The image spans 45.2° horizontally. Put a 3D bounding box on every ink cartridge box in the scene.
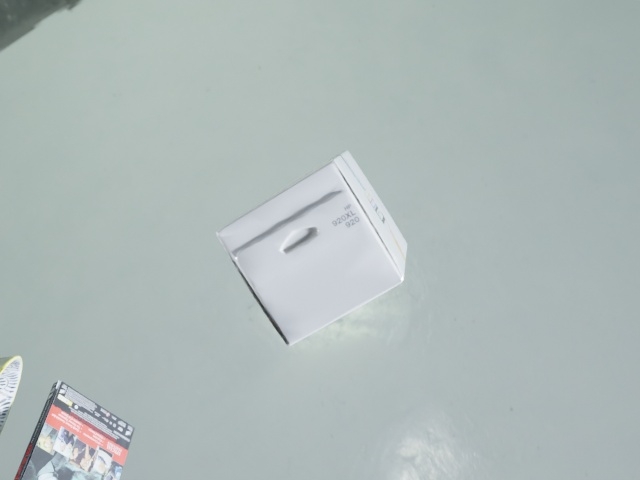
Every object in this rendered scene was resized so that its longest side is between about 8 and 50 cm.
[{"bbox_3d":[0.000,0.000,1.003,0.171,0.232,0.168,-32,94,11],"label":"ink cartridge box"}]

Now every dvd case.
[{"bbox_3d":[-0.200,0.185,0.619,0.013,0.087,0.119,-24,39,29],"label":"dvd case"}]

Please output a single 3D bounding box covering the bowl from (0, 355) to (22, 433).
[{"bbox_3d":[-0.287,0.149,0.545,0.080,0.170,0.170,22,62,-9],"label":"bowl"}]
